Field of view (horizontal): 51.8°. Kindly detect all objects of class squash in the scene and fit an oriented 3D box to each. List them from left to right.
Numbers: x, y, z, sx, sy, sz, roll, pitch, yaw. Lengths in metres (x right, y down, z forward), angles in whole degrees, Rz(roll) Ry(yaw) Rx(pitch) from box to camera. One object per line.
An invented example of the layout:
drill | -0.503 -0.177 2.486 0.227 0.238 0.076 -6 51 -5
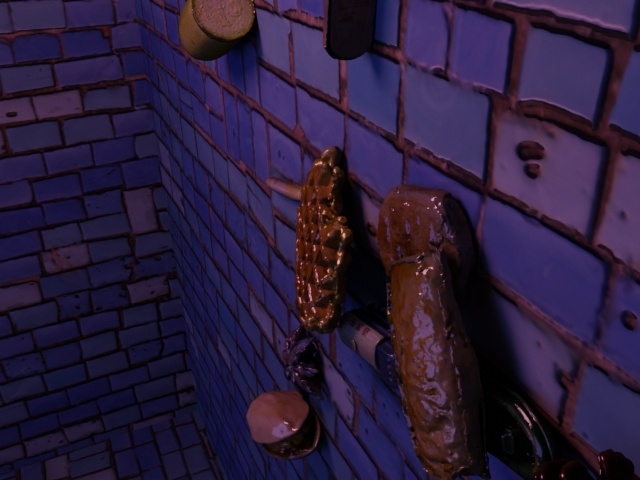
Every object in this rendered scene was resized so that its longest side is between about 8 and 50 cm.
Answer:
squash | -0.231 -0.444 1.375 0.247 0.132 0.133 177 80 -68

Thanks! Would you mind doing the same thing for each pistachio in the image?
pistachio | -0.081 0.431 1.546 0.229 0.157 0.157 5 108 62

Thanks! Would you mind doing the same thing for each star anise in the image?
star anise | -0.041 0.274 1.438 0.204 0.061 0.181 145 109 -67

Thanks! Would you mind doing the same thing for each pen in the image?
pen | -0.066 -0.105 1.309 0.233 0.040 0.032 -148 49 -67

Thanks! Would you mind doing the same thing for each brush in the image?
brush | 0.038 -0.396 0.832 0.065 0.069 0.328 -115 23 -52

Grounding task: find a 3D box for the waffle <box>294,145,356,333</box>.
waffle | 0.000 0.009 1.079 0.281 0.058 0.301 126 145 -67

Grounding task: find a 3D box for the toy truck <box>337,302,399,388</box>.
toy truck | 0.095 0.150 0.980 0.201 0.088 0.074 -151 52 -63

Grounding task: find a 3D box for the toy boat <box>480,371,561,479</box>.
toy boat | 0.210 0.215 0.780 0.210 0.052 0.104 -152 54 -64

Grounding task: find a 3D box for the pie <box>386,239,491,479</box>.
pie | 0.134 0.143 0.788 0.128 0.068 0.283 -20 77 61

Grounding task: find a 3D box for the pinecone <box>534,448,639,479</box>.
pinecone | 0.228 0.308 0.557 0.246 0.246 0.292 58 139 40

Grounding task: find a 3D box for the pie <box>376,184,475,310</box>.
pie | 0.134 0.017 0.861 0.195 0.046 0.195 168 90 -69
